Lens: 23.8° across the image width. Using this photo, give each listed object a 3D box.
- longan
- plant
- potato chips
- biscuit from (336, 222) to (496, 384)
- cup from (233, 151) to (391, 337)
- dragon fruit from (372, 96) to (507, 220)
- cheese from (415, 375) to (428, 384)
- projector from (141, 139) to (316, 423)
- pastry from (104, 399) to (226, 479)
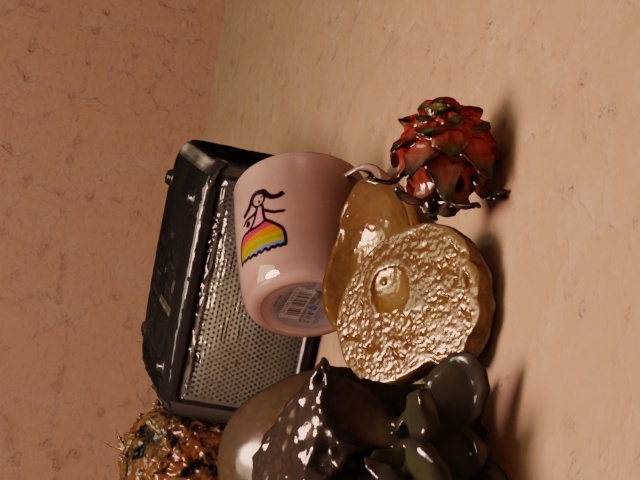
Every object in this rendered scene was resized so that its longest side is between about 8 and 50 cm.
[{"bbox_3d":[-0.006,0.277,1.793,0.215,0.246,0.246,21,100,62],"label":"longan"},{"bbox_3d":[0.058,0.222,1.541,0.276,0.188,0.199,-30,46,50],"label":"plant"},{"bbox_3d":[0.077,0.024,1.933,0.195,0.062,0.208,-48,42,35],"label":"potato chips"},{"bbox_3d":[0.107,0.074,1.672,0.208,0.049,0.181,-28,53,38],"label":"biscuit"},{"bbox_3d":[0.000,0.000,2.095,0.253,0.191,0.200,-29,46,29],"label":"cup"},{"bbox_3d":[0.139,-0.091,1.677,0.130,0.121,0.142,-12,52,55],"label":"dragon fruit"},{"bbox_3d":[0.120,0.134,1.721,0.127,0.054,0.251,111,163,-45],"label":"cheese"},{"bbox_3d":[-0.143,0.065,2.436,0.395,0.242,0.405,-146,67,-74],"label":"projector"},{"bbox_3d":[-0.199,0.349,2.413,0.275,0.274,0.193,-104,16,-60],"label":"pastry"}]
